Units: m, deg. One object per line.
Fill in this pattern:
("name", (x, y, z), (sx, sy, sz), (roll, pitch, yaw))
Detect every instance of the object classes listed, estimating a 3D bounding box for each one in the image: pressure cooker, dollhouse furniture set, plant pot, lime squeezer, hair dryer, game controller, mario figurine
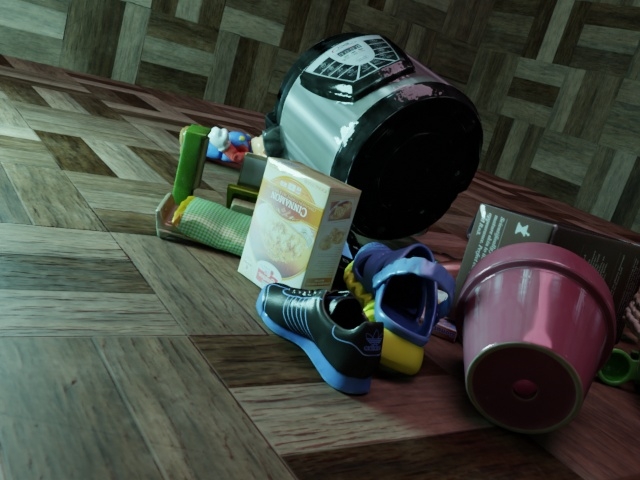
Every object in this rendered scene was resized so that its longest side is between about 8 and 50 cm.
("pressure cooker", (0.096, -0.247, 1.435), (0.369, 0.376, 0.420), (15, 26, -40))
("dollhouse furniture set", (-0.170, -0.094, 1.174), (0.197, 0.152, 0.301), (15, 15, -9))
("plant pot", (0.257, 0.128, 0.800), (0.201, 0.202, 0.180), (20, 31, 13))
("lime squeezer", (0.462, 0.189, 1.033), (0.310, 0.059, 0.110), (5, 19, -34))
("hair dryer", (0.265, 0.070, 1.268), (0.223, 0.080, 0.293), (7, 3, 29))
("game controller", (0.000, 0.000, 1.188), (0.166, 0.067, 0.319), (15, 16, -8))
("mario figurine", (-0.196, -0.267, 1.717), (0.320, 0.170, 0.198), (11, 49, 6))

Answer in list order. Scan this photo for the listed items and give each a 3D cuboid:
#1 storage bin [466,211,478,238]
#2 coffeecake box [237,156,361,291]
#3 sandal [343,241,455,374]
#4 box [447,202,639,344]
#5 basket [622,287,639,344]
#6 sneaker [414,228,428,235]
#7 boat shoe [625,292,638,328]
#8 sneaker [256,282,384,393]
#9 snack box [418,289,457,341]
("storage bin", (0.474, -0.018, 1.735), (0.091, 0.098, 0.135), (20, 11, -29))
("coffeecake box", (-0.035, -0.011, 0.956), (0.068, 0.186, 0.142), (1, 21, -45))
("sandal", (0.117, 0.063, 0.923), (0.126, 0.138, 0.317), (29, 14, -13))
("box", (0.387, 0.067, 1.075), (0.381, 0.191, 0.143), (8, 12, -46))
("basket", (0.675, 0.130, 0.957), (0.328, 0.267, 0.331), (31, 17, 3))
("sneaker", (0.150, -0.058, 1.561), (0.225, 0.088, 0.093), (18, 31, 15))
("boat shoe", (0.522, 0.108, 1.332), (0.098, 0.109, 0.302), (-35, 40, -19))
("sneaker", (0.000, 0.092, 0.809), (0.081, 0.091, 0.232), (4, 20, -38))
("snack box", (0.203, 0.119, 1.065), (0.064, 0.022, 0.178), (22, 16, 14))
